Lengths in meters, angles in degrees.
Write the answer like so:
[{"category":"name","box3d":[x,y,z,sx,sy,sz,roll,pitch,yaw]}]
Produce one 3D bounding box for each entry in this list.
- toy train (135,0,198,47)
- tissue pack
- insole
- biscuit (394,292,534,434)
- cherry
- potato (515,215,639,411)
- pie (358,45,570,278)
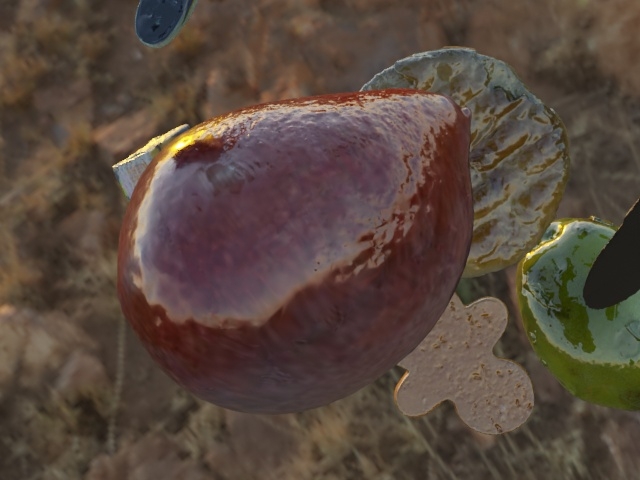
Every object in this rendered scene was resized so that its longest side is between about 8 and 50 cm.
[{"category":"toy train","box3d":[-0.118,-0.289,1.545,0.052,0.051,0.233,18,83,17]},{"category":"tissue pack","box3d":[-0.143,-0.032,1.625,0.060,0.148,0.108,-19,12,25]},{"category":"insole","box3d":[0.284,-0.031,1.310,0.109,0.322,0.007,-19,61,-19]},{"category":"biscuit","box3d":[0.132,0.117,1.765,0.165,0.250,0.036,-49,4,2]},{"category":"cherry","box3d":[-0.006,0.009,1.053,0.239,0.239,0.206,-9,74,22]},{"category":"potato","box3d":[0.335,0.088,1.899,0.186,0.148,0.253,-42,78,3]},{"category":"pie","box3d":[0.113,-0.066,1.314,0.195,0.195,0.046,-23,8,9]}]
